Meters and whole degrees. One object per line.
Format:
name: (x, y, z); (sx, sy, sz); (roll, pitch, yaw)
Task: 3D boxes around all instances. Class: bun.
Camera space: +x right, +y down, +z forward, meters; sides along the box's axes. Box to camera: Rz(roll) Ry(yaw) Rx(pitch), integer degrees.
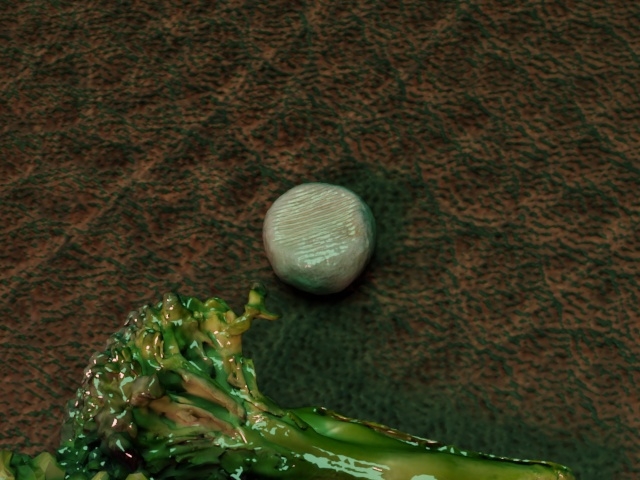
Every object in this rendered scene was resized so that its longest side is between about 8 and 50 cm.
bun: (0.000, 0.000, 1.265); (0.083, 0.045, 0.083); (-5, 48, 5)

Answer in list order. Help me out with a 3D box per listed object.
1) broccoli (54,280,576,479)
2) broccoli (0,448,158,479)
broccoli: (-0.002, 0.134, 1.113); (0.304, 0.165, 0.145); (9, 45, 2)
broccoli: (-0.169, 0.273, 0.926); (0.317, 0.277, 0.338); (-3, 33, -42)
